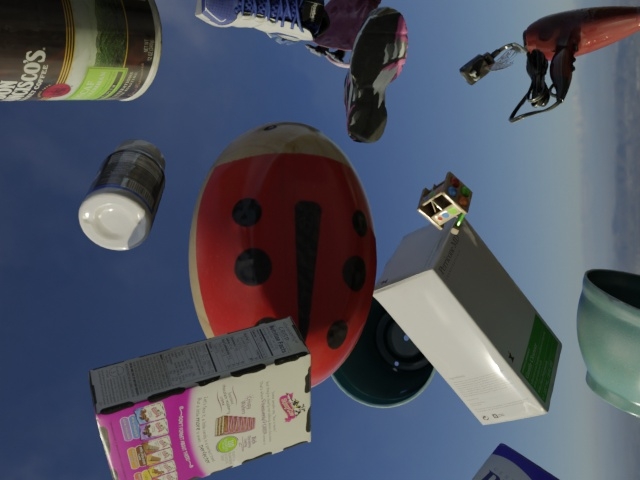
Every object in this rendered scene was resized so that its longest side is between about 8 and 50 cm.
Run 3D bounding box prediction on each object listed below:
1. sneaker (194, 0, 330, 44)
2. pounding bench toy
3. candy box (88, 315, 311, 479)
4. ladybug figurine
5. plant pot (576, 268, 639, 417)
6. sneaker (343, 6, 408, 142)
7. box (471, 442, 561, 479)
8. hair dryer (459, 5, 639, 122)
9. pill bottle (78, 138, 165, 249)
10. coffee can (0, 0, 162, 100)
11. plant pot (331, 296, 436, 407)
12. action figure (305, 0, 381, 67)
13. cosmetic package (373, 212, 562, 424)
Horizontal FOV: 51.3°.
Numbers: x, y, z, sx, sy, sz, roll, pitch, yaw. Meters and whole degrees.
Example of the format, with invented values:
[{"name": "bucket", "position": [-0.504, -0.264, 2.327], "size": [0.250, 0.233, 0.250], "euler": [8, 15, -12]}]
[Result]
[{"name": "sneaker", "position": [-0.094, -0.504, 1.426], "size": [0.316, 0.182, 0.127], "euler": [1, -81, -44]}, {"name": "pounding bench toy", "position": [0.203, -0.053, 1.016], "size": [0.083, 0.065, 0.052], "euler": [39, -134, -16]}, {"name": "candy box", "position": [-0.129, 0.192, 0.763], "size": [0.071, 0.233, 0.159], "euler": [-124, 28, -48]}, {"name": "ladybug figurine", "position": [-0.043, 0.017, 1.024], "size": [0.162, 0.305, 0.449], "euler": [148, 122, -68]}, {"name": "plant pot", "position": [0.583, 0.193, 1.169], "size": [0.293, 0.293, 0.196], "euler": [-24, -51, -66]}, {"name": "sneaker", "position": [0.059, -0.222, 0.874], "size": [0.077, 0.072, 0.178], "euler": [-108, 27, -49]}, {"name": "box", "position": [0.201, 0.302, 0.680], "size": [0.137, 0.126, 0.072], "euler": [-47, -52, -14]}, {"name": "hair dryer", "position": [0.398, -0.294, 1.089], "size": [0.080, 0.293, 0.223], "euler": [54, -177, -43]}, {"name": "pill bottle", "position": [-0.221, -0.057, 0.764], "size": [0.137, 0.078, 0.078], "euler": [-93, -13, -56]}, {"name": "coffee can", "position": [-0.399, -0.301, 0.955], "size": [0.275, 0.202, 0.201], "euler": [-16, -77, -51]}, {"name": "plant pot", "position": [0.177, 0.246, 1.611], "size": [0.255, 0.272, 0.271], "euler": [9, -101, -68]}, {"name": "action figure", "position": [0.120, -0.619, 1.681], "size": [0.370, 0.248, 0.276], "euler": [-62, -22, 9]}, {"name": "cosmetic package", "position": [0.286, 0.152, 1.271], "size": [0.365, 0.155, 0.197], "euler": [50, -137, -16]}]
